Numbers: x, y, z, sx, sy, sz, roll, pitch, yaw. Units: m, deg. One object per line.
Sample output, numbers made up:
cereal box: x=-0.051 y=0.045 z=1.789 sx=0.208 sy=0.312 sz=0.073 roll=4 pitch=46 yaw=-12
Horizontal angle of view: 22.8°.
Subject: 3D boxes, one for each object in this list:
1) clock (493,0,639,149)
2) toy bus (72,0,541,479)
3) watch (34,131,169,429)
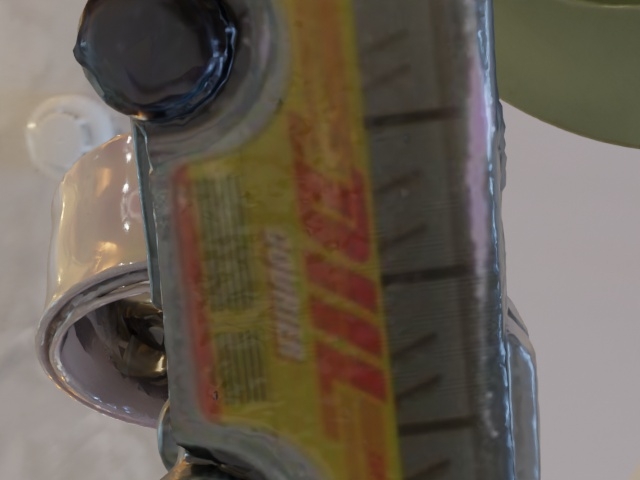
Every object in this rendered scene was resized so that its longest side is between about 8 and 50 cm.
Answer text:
clock: x=0.083 y=-0.134 z=0.470 sx=0.235 sy=0.029 sz=0.235 roll=28 pitch=-42 yaw=29
toy bus: x=0.000 y=0.000 z=0.406 sx=0.106 sy=0.092 sz=0.268 roll=-3 pitch=-78 yaw=3
watch: x=-0.045 y=0.052 z=0.965 sx=0.231 sy=0.244 sz=0.196 roll=-18 pitch=-129 yaw=20
